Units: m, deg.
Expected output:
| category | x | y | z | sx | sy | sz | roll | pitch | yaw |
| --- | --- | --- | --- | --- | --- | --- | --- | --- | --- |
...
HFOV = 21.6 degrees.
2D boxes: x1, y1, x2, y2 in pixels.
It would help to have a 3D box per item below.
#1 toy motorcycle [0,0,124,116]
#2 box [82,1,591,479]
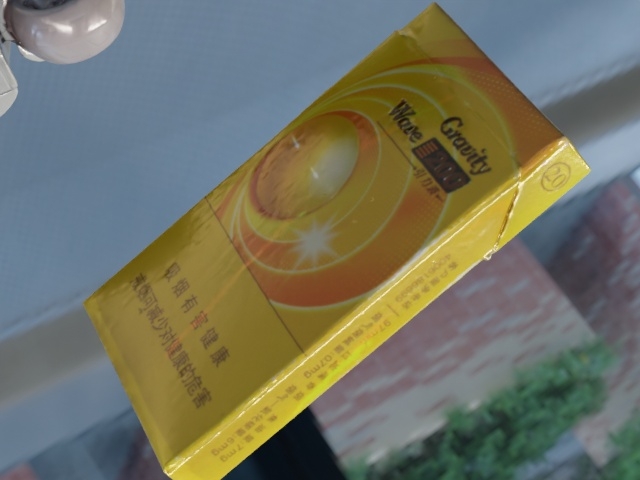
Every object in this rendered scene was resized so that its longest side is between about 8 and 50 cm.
| category | x | y | z | sx | sy | sz | roll | pitch | yaw |
| --- | --- | --- | --- | --- | --- | --- | --- | --- | --- |
| toy motorcycle | -0.247 | -0.126 | 1.052 | 0.254 | 0.112 | 0.112 | -20 | 160 | 2 |
| box | 0.000 | 0.000 | 0.911 | 0.269 | 0.152 | 0.043 | -41 | 135 | 5 |
